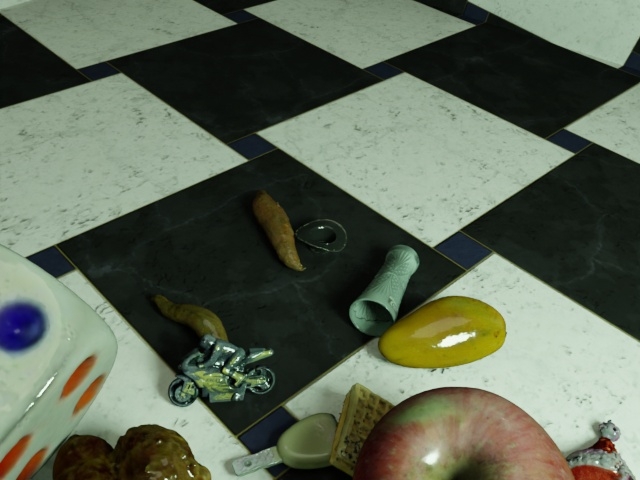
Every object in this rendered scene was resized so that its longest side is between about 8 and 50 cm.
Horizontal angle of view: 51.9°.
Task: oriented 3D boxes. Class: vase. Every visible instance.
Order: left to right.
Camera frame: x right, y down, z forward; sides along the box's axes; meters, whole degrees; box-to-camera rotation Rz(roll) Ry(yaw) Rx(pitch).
[{"bbox_3d":[0.142,0.096,1.374,0.096,0.096,0.219,18,39,15],"label":"vase"}]

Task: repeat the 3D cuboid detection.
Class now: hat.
[{"bbox_3d":[0.000,0.000,1.503,0.121,0.050,0.121,7,39,-6],"label":"hat"},{"bbox_3d":[0.456,0.367,1.087,0.140,0.128,0.227,-1,16,28],"label":"hat"}]

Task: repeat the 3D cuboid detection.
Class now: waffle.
[{"bbox_3d":[0.075,0.323,1.095,0.102,0.042,0.148,36,40,-14],"label":"waffle"}]

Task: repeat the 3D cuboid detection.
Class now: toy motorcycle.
[{"bbox_3d":[-0.178,0.225,1.170,0.194,0.124,0.061,-8,4,-8],"label":"toy motorcycle"}]

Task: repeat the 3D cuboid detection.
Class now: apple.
[{"bbox_3d":[0.200,0.381,0.920,0.345,0.269,0.344,-10,43,10],"label":"apple"}]

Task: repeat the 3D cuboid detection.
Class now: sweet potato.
[{"bbox_3d":[-0.243,0.158,1.286,0.250,0.059,0.069,33,85,31],"label":"sweet potato"},{"bbox_3d":[-0.101,-0.038,1.525,0.066,0.072,0.314,6,32,-33],"label":"sweet potato"}]

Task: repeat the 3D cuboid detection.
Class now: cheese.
[{"bbox_3d":[-0.052,0.349,1.092,0.192,0.037,0.097,-12,42,-20],"label":"cheese"}]

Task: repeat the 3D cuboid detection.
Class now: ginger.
[{"bbox_3d":[-0.265,0.420,0.883,0.254,0.176,0.418,-8,33,-2],"label":"ginger"}]

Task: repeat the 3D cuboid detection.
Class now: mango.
[{"bbox_3d":[0.232,0.178,1.266,0.254,0.113,0.138,-11,55,-8],"label":"mango"}]

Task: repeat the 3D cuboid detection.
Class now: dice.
[{"bbox_3d":[-0.507,0.185,0.952,0.304,0.277,0.304,32,62,5],"label":"dice"}]
